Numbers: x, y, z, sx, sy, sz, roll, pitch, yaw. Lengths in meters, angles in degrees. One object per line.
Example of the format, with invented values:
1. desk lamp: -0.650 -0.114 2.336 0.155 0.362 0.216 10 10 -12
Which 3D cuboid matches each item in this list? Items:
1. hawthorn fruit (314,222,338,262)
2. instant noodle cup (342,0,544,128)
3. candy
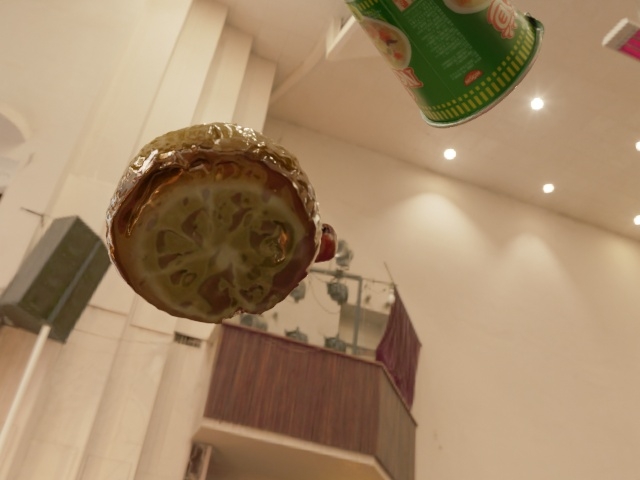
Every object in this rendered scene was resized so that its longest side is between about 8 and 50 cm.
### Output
1. hawthorn fruit: -0.002 0.004 1.129 0.077 0.077 0.077 6 -33 4
2. instant noodle cup: 0.151 -0.305 0.821 0.207 0.207 0.233 -25 -52 40
3. candy: -0.127 -0.015 0.739 0.260 0.118 0.259 -4 -60 -7
